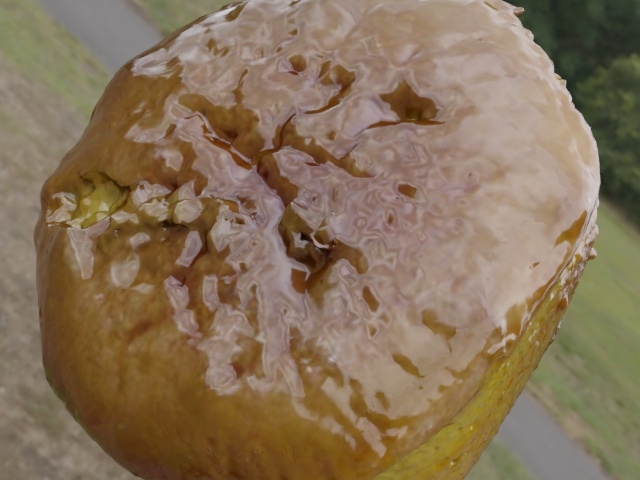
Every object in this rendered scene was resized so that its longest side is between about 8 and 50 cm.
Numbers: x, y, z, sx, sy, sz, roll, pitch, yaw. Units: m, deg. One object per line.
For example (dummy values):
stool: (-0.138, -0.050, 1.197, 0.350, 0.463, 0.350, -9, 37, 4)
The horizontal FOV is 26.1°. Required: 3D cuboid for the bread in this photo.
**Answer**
bread: (-0.004, 0.004, 0.730, 0.312, 0.312, 0.172, 49, -6, 36)
